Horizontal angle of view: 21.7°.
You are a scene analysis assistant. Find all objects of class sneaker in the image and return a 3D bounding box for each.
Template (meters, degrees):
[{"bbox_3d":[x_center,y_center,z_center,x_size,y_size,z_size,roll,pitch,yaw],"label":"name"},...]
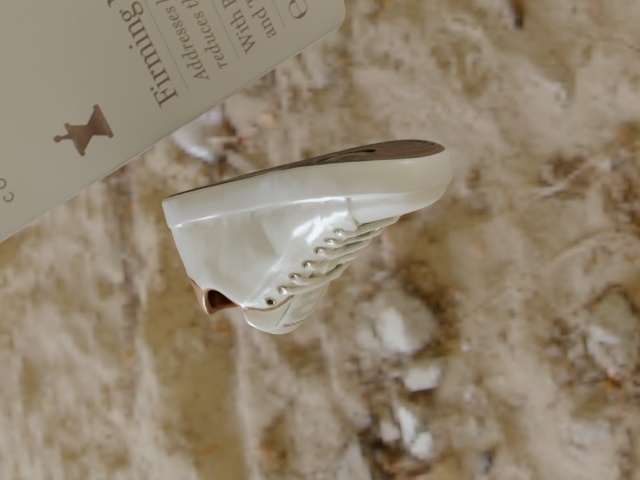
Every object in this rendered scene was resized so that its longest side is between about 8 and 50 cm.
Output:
[{"bbox_3d":[0.000,0.000,1.209,0.290,0.106,0.123,-12,93,53],"label":"sneaker"}]

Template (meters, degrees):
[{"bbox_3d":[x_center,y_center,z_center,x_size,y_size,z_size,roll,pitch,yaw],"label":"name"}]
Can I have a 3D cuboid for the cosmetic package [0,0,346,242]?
[{"bbox_3d":[-0.260,-0.247,1.360,0.327,0.393,0.329,34,154,55],"label":"cosmetic package"}]
